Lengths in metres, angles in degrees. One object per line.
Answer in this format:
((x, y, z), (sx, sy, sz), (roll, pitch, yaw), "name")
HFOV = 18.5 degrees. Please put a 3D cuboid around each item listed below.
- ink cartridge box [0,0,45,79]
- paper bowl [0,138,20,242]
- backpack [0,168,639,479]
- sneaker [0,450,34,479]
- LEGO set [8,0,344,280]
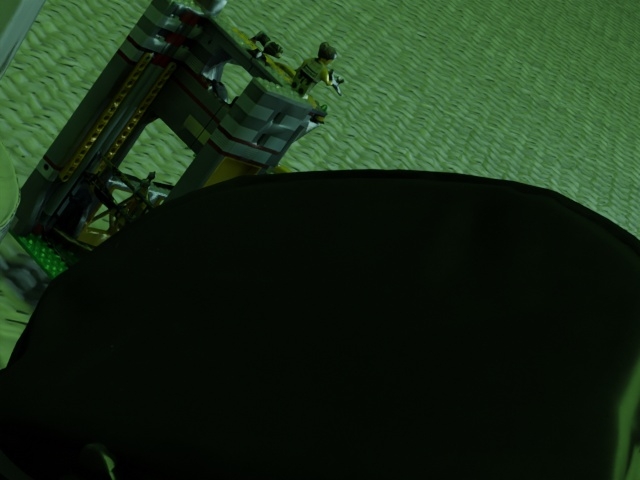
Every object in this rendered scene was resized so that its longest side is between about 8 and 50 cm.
((-0.270, -0.144, 1.129), (0.190, 0.140, 0.082), (32, 18, -3), "ink cartridge box")
((-0.277, -0.069, 0.939), (0.284, 0.148, 0.284), (28, 21, -12), "paper bowl")
((0.086, 0.115, 0.802), (0.290, 0.273, 0.355), (6, -40, 39), "backpack")
((-0.217, 0.094, 0.676), (0.321, 0.125, 0.180), (28, 19, -15), "sneaker")
((0.000, 0.000, 1.096), (0.255, 0.192, 0.331), (20, 22, -50), "LEGO set")
